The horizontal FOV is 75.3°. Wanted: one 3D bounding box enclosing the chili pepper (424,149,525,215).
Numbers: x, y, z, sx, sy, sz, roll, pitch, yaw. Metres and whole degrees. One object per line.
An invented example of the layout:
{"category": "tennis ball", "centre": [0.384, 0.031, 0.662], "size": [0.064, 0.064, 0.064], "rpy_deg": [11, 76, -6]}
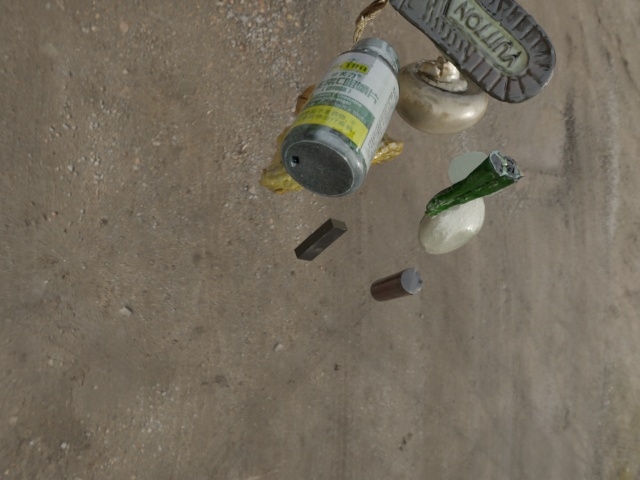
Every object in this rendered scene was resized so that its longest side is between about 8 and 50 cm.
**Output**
{"category": "chili pepper", "centre": [0.291, -0.097, 0.843], "size": [0.088, 0.227, 0.059], "rpy_deg": [20, 61, -21]}

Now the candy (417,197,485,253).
{"category": "candy", "centre": [0.493, -0.062, 1.558], "size": [0.295, 0.296, 0.185], "rpy_deg": [-32, 64, -29]}

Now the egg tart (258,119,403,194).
{"category": "egg tart", "centre": [0.015, -0.209, 0.956], "size": [0.351, 0.351, 0.150], "rpy_deg": [-20, 100, -31]}

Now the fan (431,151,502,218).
{"category": "fan", "centre": [0.443, -0.163, 1.293], "size": [0.310, 0.010, 0.182], "rpy_deg": [-41, 67, -16]}

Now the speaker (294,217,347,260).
{"category": "speaker", "centre": [0.000, 0.000, 1.572], "size": [0.082, 0.218, 0.044], "rpy_deg": [14, 46, -44]}

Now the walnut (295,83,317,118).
{"category": "walnut", "centre": [0.017, -0.417, 1.350], "size": [0.207, 0.167, 0.168], "rpy_deg": [22, 76, -16]}

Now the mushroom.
{"category": "mushroom", "centre": [0.278, -0.349, 0.964], "size": [0.226, 0.226, 0.178], "rpy_deg": [-14, 136, -32]}

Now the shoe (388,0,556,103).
{"category": "shoe", "centre": [0.177, -0.288, 0.524], "size": [0.293, 0.109, 0.149], "rpy_deg": [54, 28, 7]}

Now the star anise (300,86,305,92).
{"category": "star anise", "centre": [0.039, -0.529, 1.614], "size": [0.231, 0.089, 0.210], "rpy_deg": [-7, 98, -22]}

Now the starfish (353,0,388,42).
{"category": "starfish", "centre": [0.150, -0.721, 1.339], "size": [0.057, 0.238, 0.213], "rpy_deg": [45, 57, -10]}

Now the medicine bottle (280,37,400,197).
{"category": "medicine bottle", "centre": [0.050, -0.222, 0.707], "size": [0.141, 0.141, 0.294], "rpy_deg": [40, 56, -24]}

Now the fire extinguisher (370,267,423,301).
{"category": "fire extinguisher", "centre": [0.217, 0.144, 1.244], "size": [0.089, 0.267, 0.072], "rpy_deg": [14, 72, -14]}
